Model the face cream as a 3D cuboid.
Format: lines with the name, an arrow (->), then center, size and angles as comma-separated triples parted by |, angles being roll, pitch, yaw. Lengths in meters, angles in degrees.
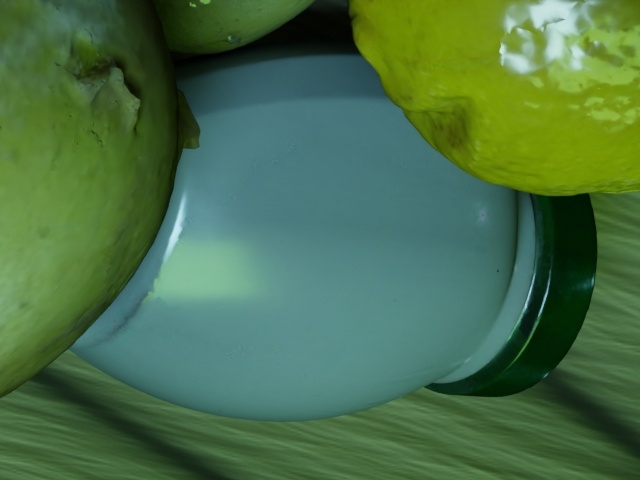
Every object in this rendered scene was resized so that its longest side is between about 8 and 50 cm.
face cream -> 0.000, 0.000, 1.315 | 0.357, 0.219, 0.312 | 8, 134, -36

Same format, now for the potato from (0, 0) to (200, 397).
potato -> -0.253, -0.136, 1.022 | 0.442, 0.385, 0.319 | 42, 127, -16

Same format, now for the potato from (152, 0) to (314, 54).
potato -> -0.055, -0.200, 1.173 | 0.194, 0.157, 0.157 | -18, 143, 3

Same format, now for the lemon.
lemon -> 0.165, -0.164, 1.087 | 0.297, 0.297, 0.297 | 0, 145, 0
